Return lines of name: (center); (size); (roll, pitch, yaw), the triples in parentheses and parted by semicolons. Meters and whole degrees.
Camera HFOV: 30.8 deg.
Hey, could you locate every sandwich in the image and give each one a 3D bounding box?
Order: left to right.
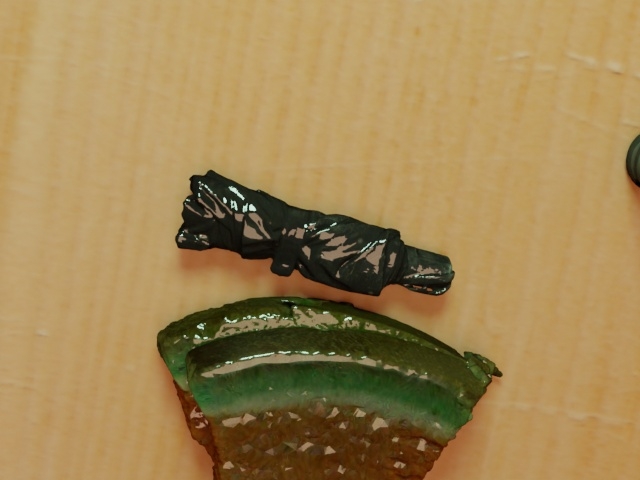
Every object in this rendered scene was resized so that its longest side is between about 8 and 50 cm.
sandwich: (-0.005, 0.150, 0.967); (0.292, 0.109, 0.212); (25, 99, -12)

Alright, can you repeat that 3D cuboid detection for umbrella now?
umbrella: (0.000, 0.000, 0.959); (0.235, 0.059, 0.066); (14, 119, -8)

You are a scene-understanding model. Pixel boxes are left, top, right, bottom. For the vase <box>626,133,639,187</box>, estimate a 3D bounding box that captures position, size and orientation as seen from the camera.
vase: (0.302, -0.046, 0.902); (0.059, 0.211, 0.060); (-2, 104, -7)
